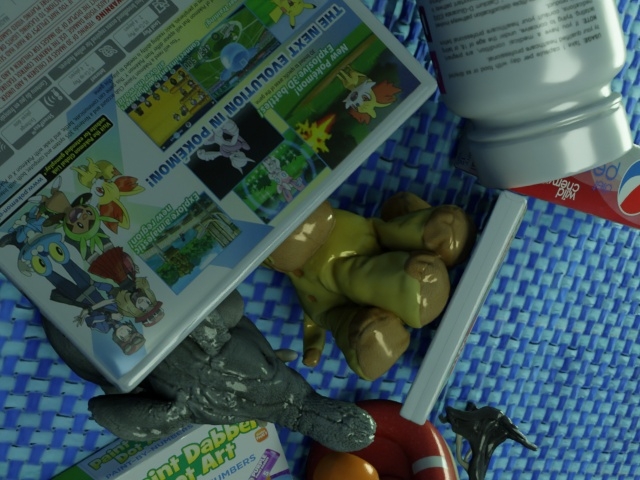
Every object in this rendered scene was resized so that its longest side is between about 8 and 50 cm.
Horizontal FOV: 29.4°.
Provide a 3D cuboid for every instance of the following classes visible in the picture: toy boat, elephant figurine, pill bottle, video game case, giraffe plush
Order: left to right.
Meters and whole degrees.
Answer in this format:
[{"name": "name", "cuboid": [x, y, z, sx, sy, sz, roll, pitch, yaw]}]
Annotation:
[{"name": "video game case", "cuboid": [-0.126, -0.111, 0.871, 0.300, 0.036, 0.329, 46, 72, -3]}, {"name": "elephant figurine", "cuboid": [-0.104, 0.085, 0.946, 0.186, 0.239, 0.169, -26, 122, -23]}, {"name": "giraffe plush", "cuboid": [0.000, 0.000, 1.041, 0.170, 0.210, 0.181, 40, 65, -21]}, {"name": "toy boat", "cuboid": [0.045, 0.241, 1.121, 0.151, 0.231, 0.151, -25, 131, 15]}, {"name": "video game case", "cuboid": [0.138, 0.053, 1.118, 0.204, 0.025, 0.285, -66, 172, 5]}, {"name": "pill bottle", "cuboid": [0.163, -0.197, 1.022, 0.160, 0.160, 0.283, -21, 101, -26]}]

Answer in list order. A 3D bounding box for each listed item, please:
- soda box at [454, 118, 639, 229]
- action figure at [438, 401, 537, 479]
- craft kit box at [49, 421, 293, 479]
[{"name": "soda box", "cuboid": [0.261, -0.073, 1.228, 0.263, 0.092, 0.083, 13, 100, -37]}, {"name": "action figure", "cuboid": [0.121, 0.302, 1.245, 0.276, 0.141, 0.164, -55, 160, -9]}, {"name": "craft kit box", "cuboid": [-0.133, 0.282, 1.125, 0.250, 0.061, 0.247, -30, 120, -22]}]
